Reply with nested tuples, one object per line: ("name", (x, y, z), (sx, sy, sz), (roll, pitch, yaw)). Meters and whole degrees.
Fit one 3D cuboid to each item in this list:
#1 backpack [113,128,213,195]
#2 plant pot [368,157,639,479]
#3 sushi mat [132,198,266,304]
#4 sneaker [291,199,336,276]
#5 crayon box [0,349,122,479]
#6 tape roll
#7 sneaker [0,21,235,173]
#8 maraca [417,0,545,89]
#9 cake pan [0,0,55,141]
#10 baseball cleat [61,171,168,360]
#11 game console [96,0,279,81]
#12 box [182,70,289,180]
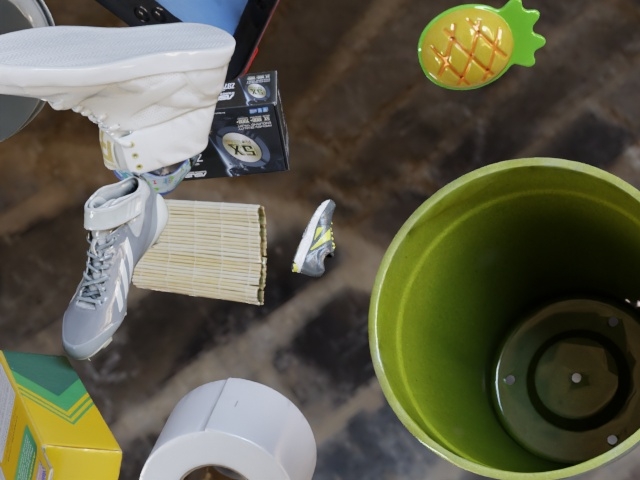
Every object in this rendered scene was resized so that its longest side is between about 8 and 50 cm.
("backpack", (-0.214, -0.112, 1.939), (0.114, 0.105, 0.084), (-59, -5, -38))
("plant pot", (0.281, 0.134, 1.802), (0.366, 0.366, 0.353), (-36, -25, 5))
("sushi mat", (-0.193, 0.013, 2.342), (0.019, 0.151, 0.316), (-3, 5, -43))
("sneaker", (0.000, 0.000, 1.451), (0.031, 0.035, 0.083), (123, 172, -69))
("crayon box", (-0.276, 0.259, 1.495), (0.083, 0.203, 0.323), (8, 12, -22))
("tape roll", (-0.138, 0.355, 2.273), (0.246, 0.246, 0.169), (-38, 11, 21))
("sneaker", (-0.238, -0.142, 1.631), (0.292, 0.108, 0.169), (-6, -53, -30))
("maraca", (0.234, -0.288, 2.192), (0.186, 0.127, 0.099), (-15, 25, 5))
("cake pan", (-0.491, -0.237, 1.972), (0.293, 0.293, 0.054), (-36, 30, 10))
("baseball cleat", (-0.235, 0.021, 1.590), (0.109, 0.072, 0.206), (56, -132, -50))
("game console", (-0.183, -0.364, 1.675), (0.060, 0.342, 0.386), (-58, 1, -32))
("box", (-0.145, -0.175, 2.313), (0.180, 0.077, 0.147), (-5, -43, 3))
